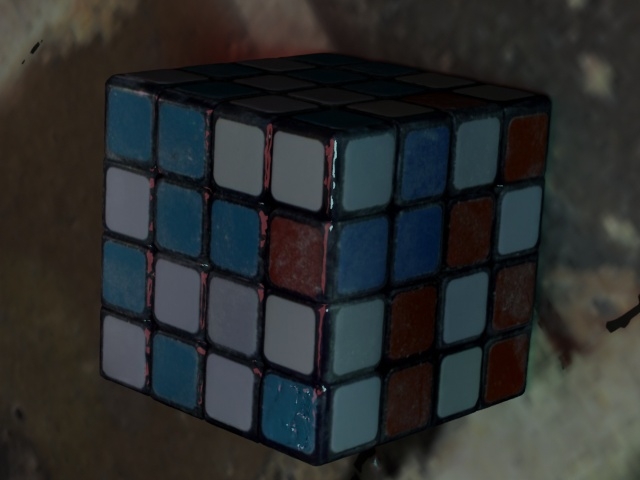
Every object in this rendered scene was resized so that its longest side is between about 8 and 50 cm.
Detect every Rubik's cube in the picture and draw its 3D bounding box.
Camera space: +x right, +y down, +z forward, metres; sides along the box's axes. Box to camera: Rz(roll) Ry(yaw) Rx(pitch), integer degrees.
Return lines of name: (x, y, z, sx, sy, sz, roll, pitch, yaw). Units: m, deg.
Rubik's cube: (0.000, 0.000, 0.521, 0.092, 0.092, 0.092, 16, 110, 42)
